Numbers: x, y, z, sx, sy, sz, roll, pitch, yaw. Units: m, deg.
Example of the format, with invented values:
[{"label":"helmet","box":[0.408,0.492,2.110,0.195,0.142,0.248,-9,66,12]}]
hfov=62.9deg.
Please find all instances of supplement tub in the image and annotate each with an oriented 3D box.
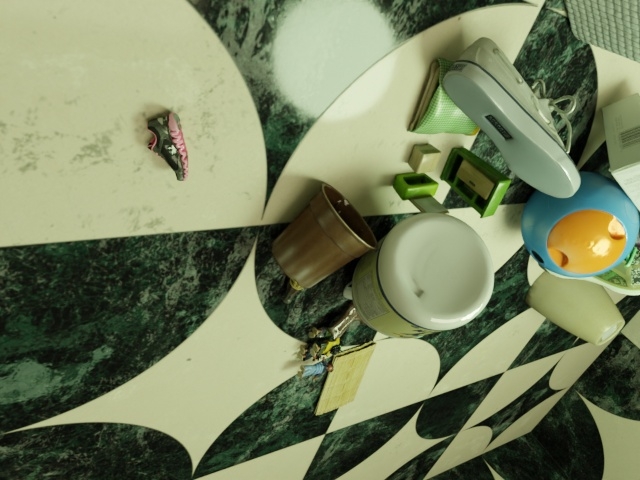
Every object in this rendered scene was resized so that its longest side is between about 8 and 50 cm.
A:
[{"label":"supplement tub","box":[0.202,0.092,1.147,0.235,0.235,0.325,-24,170,-16]}]

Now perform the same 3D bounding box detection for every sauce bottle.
[{"label":"sauce bottle","box":[-0.049,0.090,1.191,0.042,0.042,0.128,6,123,-41]}]

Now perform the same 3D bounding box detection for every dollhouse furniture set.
[{"label":"dollhouse furniture set","box":[0.298,-0.199,1.072,0.197,0.151,0.301,-10,134,-29]}]

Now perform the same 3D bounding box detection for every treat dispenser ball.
[{"label":"treat dispenser ball","box":[0.697,-0.043,1.421,0.288,0.288,0.288,-21,139,-19]}]

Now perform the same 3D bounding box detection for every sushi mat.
[{"label":"sushi mat","box":[0.075,0.441,1.654,0.151,0.019,0.316,-12,136,-29]}]

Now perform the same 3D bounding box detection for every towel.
[{"label":"towel","box":[0.565,-0.457,0.951,0.121,0.235,0.284,-48,141,8]}]

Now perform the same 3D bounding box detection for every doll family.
[{"label":"doll family","box":[0.007,0.305,1.431,0.111,0.076,0.193,-1,135,-42]}]

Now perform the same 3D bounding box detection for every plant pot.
[{"label":"plant pot","box":[0.941,0.239,1.898,0.256,0.274,0.256,-20,139,-19]},{"label":"plant pot","box":[0.000,0.000,1.057,0.165,0.167,0.167,-40,142,17]}]

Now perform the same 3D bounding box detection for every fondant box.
[{"label":"fondant box","box":[0.858,-0.185,1.361,0.096,0.238,0.330,-22,133,41]}]

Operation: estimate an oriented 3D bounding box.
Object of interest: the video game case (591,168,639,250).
[{"label":"video game case","box":[0.921,-0.089,1.619,0.026,0.196,0.274,-31,145,24]}]

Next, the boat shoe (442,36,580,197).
[{"label":"boat shoe","box":[0.400,-0.246,1.011,0.367,0.136,0.156,40,80,-17]}]

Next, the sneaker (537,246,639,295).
[{"label":"sneaker","box":[0.875,0.041,1.597,0.158,0.410,0.182,-53,136,-34]}]

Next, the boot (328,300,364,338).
[{"label":"boot","box":[0.072,0.227,1.395,0.114,0.037,0.106,-50,132,-21]}]

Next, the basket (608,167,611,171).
[{"label":"basket","box":[0.993,-0.226,1.605,0.167,0.103,0.113,2,127,-37]}]

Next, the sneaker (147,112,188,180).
[{"label":"sneaker","box":[-0.240,-0.143,0.820,0.057,0.047,0.119,-10,133,-8]}]

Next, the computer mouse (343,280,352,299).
[{"label":"computer mouse","box":[0.149,0.108,1.358,0.193,0.042,0.106,-27,141,-12]}]
